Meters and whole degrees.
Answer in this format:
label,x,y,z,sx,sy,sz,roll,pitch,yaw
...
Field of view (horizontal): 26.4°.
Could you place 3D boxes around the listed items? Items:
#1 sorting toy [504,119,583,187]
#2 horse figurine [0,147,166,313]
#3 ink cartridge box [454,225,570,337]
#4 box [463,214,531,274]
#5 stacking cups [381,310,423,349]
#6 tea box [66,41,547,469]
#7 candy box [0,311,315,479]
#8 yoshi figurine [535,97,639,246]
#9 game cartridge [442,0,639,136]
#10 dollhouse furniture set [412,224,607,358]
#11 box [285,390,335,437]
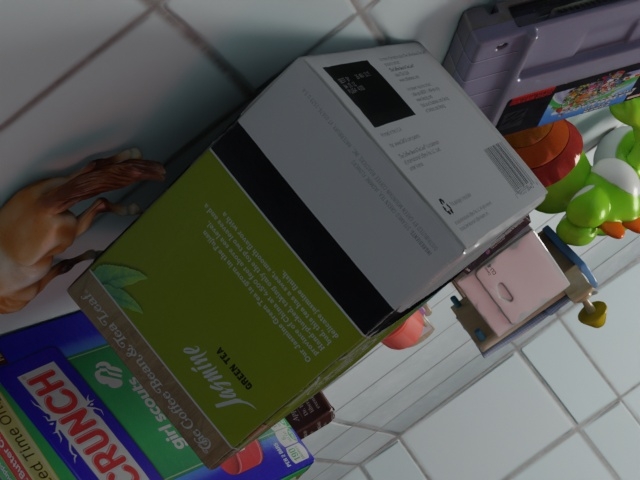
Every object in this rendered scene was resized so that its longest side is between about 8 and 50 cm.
label,x,y,z,sx,sy,sz,roll,pitch,yaw
sorting toy,0.155,-0.079,1.727,0.365,0.127,0.126,-33,134,0
horse figurine,-0.240,0.005,1.195,0.174,0.066,0.263,-25,163,-49
ink cartridge box,0.235,0.017,1.887,0.127,0.176,0.128,-36,125,5
box,0.214,-0.043,1.812,0.029,0.162,0.116,35,117,-27
stacking cups,0.038,0.061,1.644,0.096,0.096,0.316,-38,142,8
tea box,0.000,0.000,1.298,0.323,0.220,0.329,-42,173,23
candy box,-0.210,0.205,1.437,0.317,0.268,0.122,-18,153,-45
yoshi figurine,0.411,-0.120,2.026,0.203,0.204,0.362,1,-156,35
game cartridge,0.301,-0.214,1.540,0.355,0.068,0.230,-17,154,-16
dollhouse furniture set,0.270,0.133,2.032,0.286,0.198,0.303,-36,-153,1
box,-0.108,0.206,1.767,0.203,0.168,0.167,-30,170,-5
